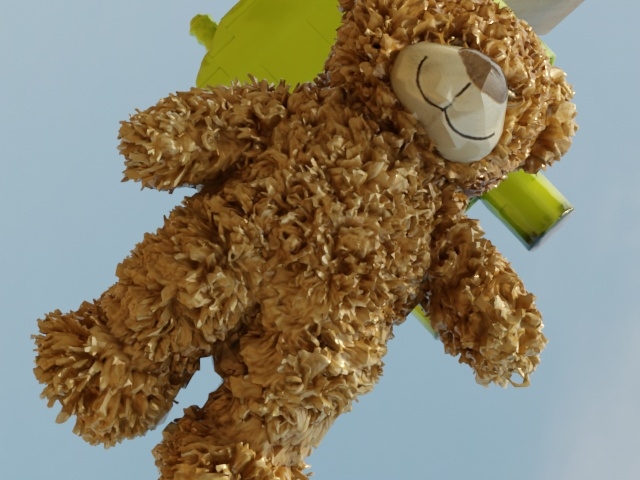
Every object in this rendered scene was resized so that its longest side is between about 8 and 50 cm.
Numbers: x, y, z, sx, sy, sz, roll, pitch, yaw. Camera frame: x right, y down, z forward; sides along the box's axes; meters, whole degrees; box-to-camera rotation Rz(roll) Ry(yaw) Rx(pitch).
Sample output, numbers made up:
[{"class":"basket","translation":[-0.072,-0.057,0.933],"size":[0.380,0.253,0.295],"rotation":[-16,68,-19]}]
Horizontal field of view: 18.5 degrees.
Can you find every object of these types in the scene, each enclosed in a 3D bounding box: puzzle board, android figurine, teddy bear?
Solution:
[{"class":"puzzle board","translation":[0.141,-0.171,1.397],"size":[0.096,0.128,0.011],"rotation":[-41,-116,48]},{"class":"android figurine","translation":[0.028,-0.073,1.287],"size":[0.248,0.056,0.273],"rotation":[-45,-102,0]},{"class":"teddy bear","translation":[0.000,0.000,1.043],"size":[0.338,0.113,0.245],"rotation":[-33,-104,-5]}]
